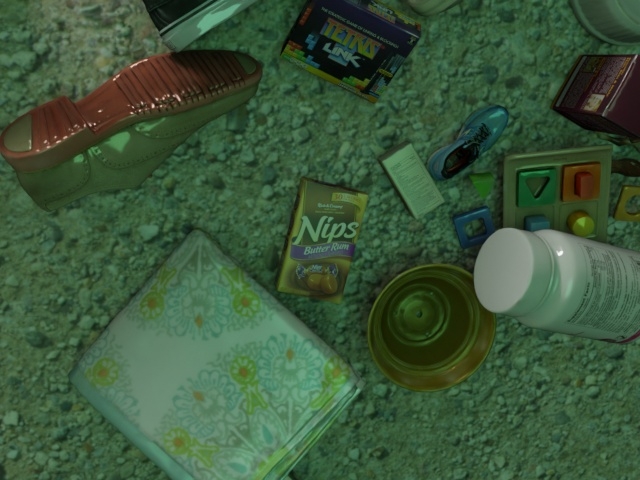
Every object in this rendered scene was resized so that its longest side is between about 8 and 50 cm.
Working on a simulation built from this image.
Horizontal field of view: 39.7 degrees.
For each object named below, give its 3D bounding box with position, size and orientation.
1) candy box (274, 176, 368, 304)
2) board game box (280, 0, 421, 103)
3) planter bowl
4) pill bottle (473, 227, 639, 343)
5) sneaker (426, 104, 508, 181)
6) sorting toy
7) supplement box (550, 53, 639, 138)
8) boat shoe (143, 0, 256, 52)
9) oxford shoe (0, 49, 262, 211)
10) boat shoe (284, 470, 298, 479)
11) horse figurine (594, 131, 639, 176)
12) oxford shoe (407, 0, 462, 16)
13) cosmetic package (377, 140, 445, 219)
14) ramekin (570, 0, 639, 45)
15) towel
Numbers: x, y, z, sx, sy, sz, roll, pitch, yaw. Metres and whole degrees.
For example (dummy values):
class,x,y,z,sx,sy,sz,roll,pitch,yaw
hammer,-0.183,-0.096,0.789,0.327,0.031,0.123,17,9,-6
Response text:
class,x,y,z,sx,sy,sz,roll,pitch,yaw
candy box,0.000,0.000,1.431,0.109,0.053,0.187,12,98,-11
board game box,0.045,-0.302,1.341,0.170,0.048,0.141,23,135,-13
planter bowl,0.174,0.133,1.468,0.217,0.090,0.217,-2,103,-9
pill bottle,0.397,0.070,1.423,0.282,0.160,0.161,12,100,-28
sneaker,0.247,-0.151,1.430,0.162,0.073,0.063,-46,105,1
sorting toy,0.393,-0.057,1.456,0.347,0.047,0.196,-7,119,-3
supplement box,0.454,-0.228,1.390,0.080,0.188,0.104,27,96,-14
boat shoe,-0.113,-0.411,1.289,0.335,0.121,0.119,-36,109,1
oxford shoe,-0.268,-0.170,1.331,0.396,0.140,0.147,-22,135,-10
boat shoe,-0.042,0.482,1.483,0.113,0.127,0.340,-40,102,-3
horse figurine,0.574,-0.203,1.467,0.174,0.066,0.263,28,108,-12
oxford shoe,0.327,-0.478,1.342,0.449,0.169,0.130,-40,127,0
cosmetic package,0.147,-0.098,1.441,0.060,0.041,0.115,-31,105,-2
ramekin,0.510,-0.414,1.403,0.207,0.109,0.207,-2,102,-9
towel,-0.161,0.219,1.393,0.374,0.090,0.320,42,89,3
